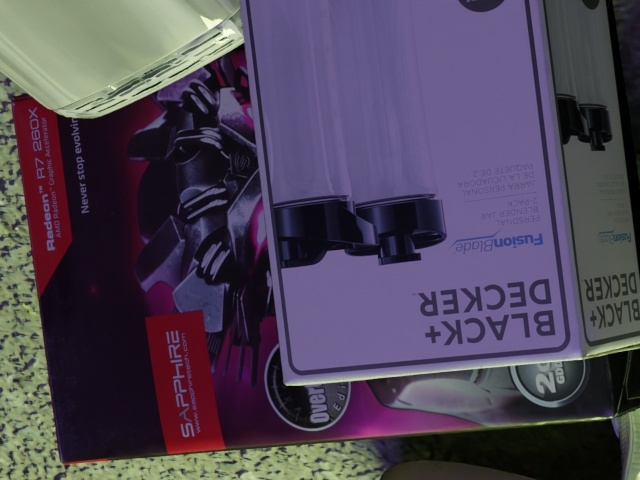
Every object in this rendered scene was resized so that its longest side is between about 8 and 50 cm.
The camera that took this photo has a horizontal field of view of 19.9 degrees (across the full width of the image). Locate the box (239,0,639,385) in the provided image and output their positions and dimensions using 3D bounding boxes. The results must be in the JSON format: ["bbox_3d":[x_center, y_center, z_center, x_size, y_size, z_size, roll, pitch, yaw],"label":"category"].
[{"bbox_3d":[0.056,-0.078,0.911,0.169,0.087,0.290,-6,89,30],"label":"box"}]

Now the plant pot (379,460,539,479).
[{"bbox_3d":[0.138,0.298,1.252,0.284,0.191,0.284,21,159,9],"label":"plant pot"}]

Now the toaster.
[{"bbox_3d":[-0.115,-0.166,0.994,0.227,0.129,0.146,-23,126,36],"label":"toaster"}]

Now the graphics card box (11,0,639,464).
[{"bbox_3d":[0.000,0.000,1.051,0.371,0.094,0.232,-7,89,29],"label":"graphics card box"}]

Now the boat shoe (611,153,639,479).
[{"bbox_3d":[0.232,0.087,1.138,0.118,0.103,0.320,-11,134,18],"label":"boat shoe"}]
